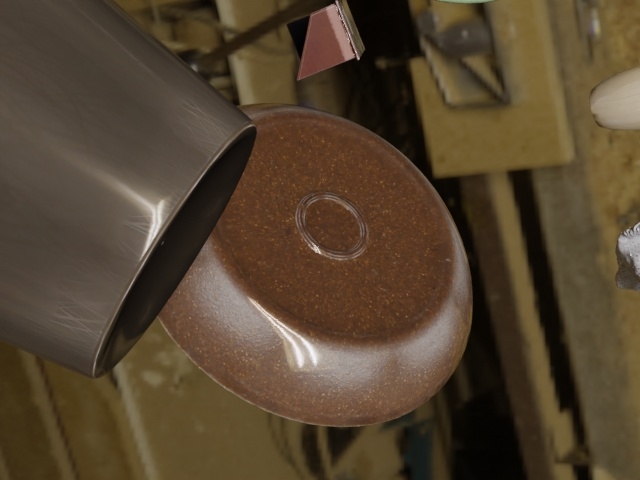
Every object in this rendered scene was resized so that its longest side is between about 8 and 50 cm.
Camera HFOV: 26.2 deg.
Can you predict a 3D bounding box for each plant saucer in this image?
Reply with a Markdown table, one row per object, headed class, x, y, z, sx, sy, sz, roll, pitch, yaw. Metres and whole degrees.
| class | x | y | z | sx | sy | sz | roll | pitch | yaw |
| --- | --- | --- | --- | --- | --- | --- | --- | --- | --- |
| plant saucer | 0.000 | 0.000 | 0.721 | 0.198 | 0.036 | 0.199 | 14 | 52 | -19 |

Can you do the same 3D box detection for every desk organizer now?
| class | x | y | z | sx | sy | sz | roll | pitch | yaw |
| --- | --- | --- | --- | --- | --- | --- | --- | --- | --- |
| desk organizer | 0.002 | -0.158 | 1.075 | 0.130 | 0.050 | 0.047 | -72 | 141 | -79 |

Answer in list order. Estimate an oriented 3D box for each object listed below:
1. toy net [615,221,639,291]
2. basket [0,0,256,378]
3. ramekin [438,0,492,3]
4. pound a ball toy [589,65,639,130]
| class | x | y | z | sx | sy | sz | roll | pitch | yaw |
| --- | --- | --- | --- | --- | --- | --- | --- | --- | --- |
| toy net | 0.250 | 0.067 | 0.790 | 0.232 | 0.122 | 0.045 | 42 | 55 | -35 |
| basket | -0.154 | -0.055 | 0.582 | 0.204 | 0.226 | 0.154 | -59 | 177 | -8 |
| ramekin | 0.164 | -0.416 | 1.487 | 0.148 | 0.303 | 0.304 | -58 | 136 | -72 |
| pound a ball toy | 0.361 | -0.030 | 1.073 | 0.319 | 0.135 | 0.208 | 0 | 80 | -46 |
